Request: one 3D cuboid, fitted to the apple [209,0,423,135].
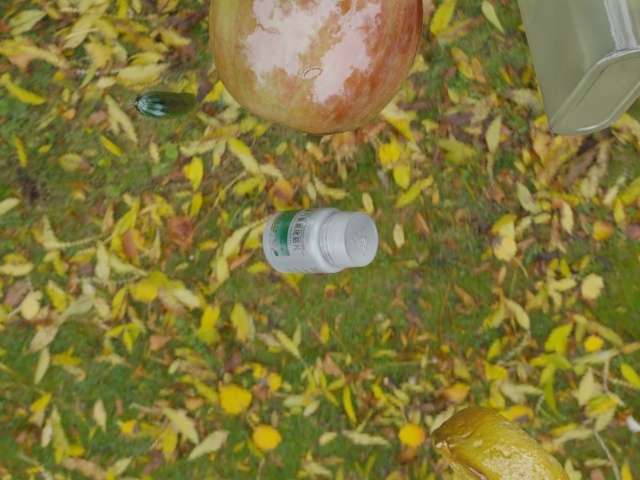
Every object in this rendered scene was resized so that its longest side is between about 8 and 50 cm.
[{"bbox_3d":[-0.006,-0.187,0.861,0.188,0.188,0.174,18,107,-5],"label":"apple"}]

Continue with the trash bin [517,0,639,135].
[{"bbox_3d":[0.347,-0.295,1.281,0.121,0.243,0.247,-4,69,-9],"label":"trash bin"}]

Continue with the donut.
[{"bbox_3d":[0.200,0.249,1.059,0.174,0.190,0.074,39,80,20],"label":"donut"}]

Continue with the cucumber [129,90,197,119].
[{"bbox_3d":[-0.202,-0.179,1.305,0.039,0.168,0.039,3,100,20],"label":"cucumber"}]

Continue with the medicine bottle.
[{"bbox_3d":[0.000,0.000,1.191,0.130,0.080,0.080,-3,118,43],"label":"medicine bottle"}]
